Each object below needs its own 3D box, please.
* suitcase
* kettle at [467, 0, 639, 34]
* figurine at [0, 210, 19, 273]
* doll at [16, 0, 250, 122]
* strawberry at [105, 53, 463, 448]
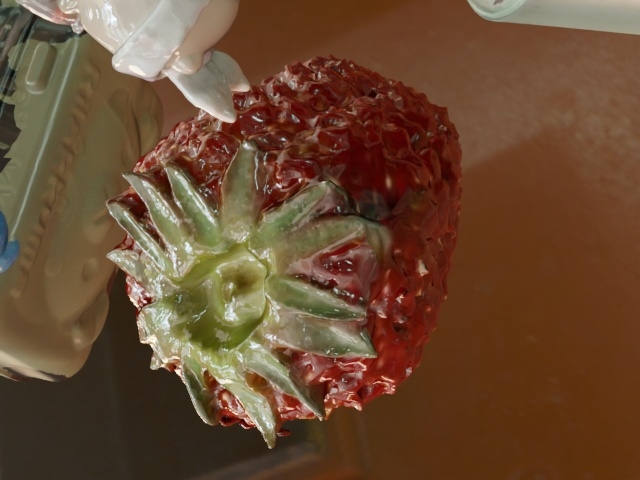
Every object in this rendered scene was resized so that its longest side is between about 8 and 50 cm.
[{"bbox_3d":[-0.274,-0.039,1.576,0.194,0.339,0.351,13,77,16],"label":"suitcase"},{"bbox_3d":[0.270,-0.239,1.235,0.265,0.318,0.205,121,145,-54],"label":"kettle"},{"bbox_3d":[-0.232,-0.003,0.890,0.114,0.114,0.079,-16,49,29],"label":"figurine"},{"bbox_3d":[-0.072,-0.097,0.593,0.084,0.127,0.073,-21,22,7],"label":"doll"},{"bbox_3d":[-0.001,0.002,1.330,0.292,0.343,0.292,8,107,28],"label":"strawberry"}]
